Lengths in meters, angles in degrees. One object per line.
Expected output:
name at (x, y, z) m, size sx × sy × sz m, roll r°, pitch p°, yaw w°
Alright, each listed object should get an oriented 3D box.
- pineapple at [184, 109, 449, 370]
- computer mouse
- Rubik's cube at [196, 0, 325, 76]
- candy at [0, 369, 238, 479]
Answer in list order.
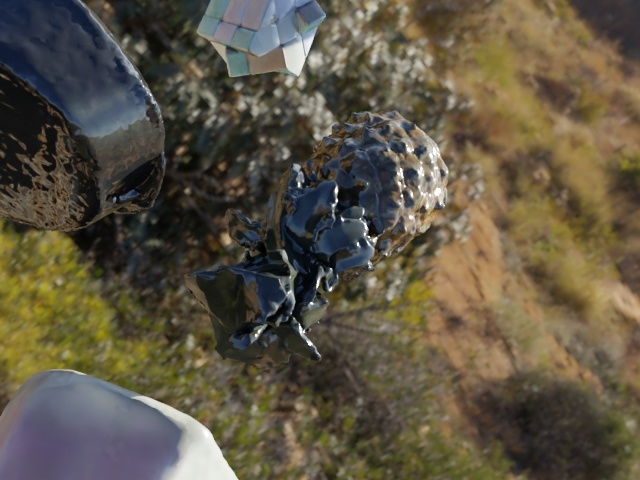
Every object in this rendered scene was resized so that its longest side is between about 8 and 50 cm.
pineapple at (0.000, 0.000, 0.857) m, size 0.119 × 0.111 × 0.237 m, roll 46°, pitch 48°, yaw 2°
computer mouse at (-0.213, -0.111, 0.676) m, size 0.295 × 0.168 × 0.087 m, roll 29°, pitch 60°, yaw -2°
Rubik's cube at (-0.044, -0.161, 0.925) m, size 0.075 × 0.084 × 0.073 m, roll 42°, pitch 14°, yaw 36°
candy at (-0.157, 0.247, 0.913) m, size 0.145 × 0.358 × 0.208 m, roll 23°, pitch 71°, yaw 15°
